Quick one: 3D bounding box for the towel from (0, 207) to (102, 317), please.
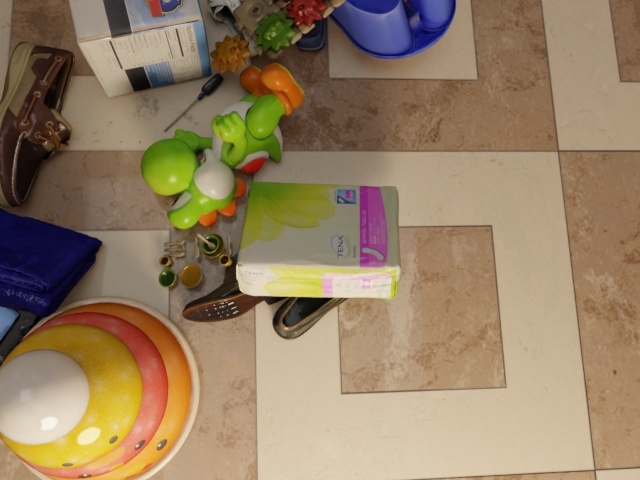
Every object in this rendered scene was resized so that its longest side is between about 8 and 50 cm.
[{"bbox_3d":[-0.583,0.012,1.120,0.308,0.076,0.227,18,34,-3],"label":"towel"}]

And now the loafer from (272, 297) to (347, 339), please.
[{"bbox_3d":[0.014,0.088,1.216,0.096,0.084,0.267,42,78,6],"label":"loafer"}]

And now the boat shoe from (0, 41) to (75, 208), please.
[{"bbox_3d":[-0.549,-0.225,1.213,0.123,0.123,0.341,5,72,-3],"label":"boat shoe"}]

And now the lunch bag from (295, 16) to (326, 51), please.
[{"bbox_3d":[-0.023,-0.459,1.337,0.067,0.065,0.098,3,79,11],"label":"lunch bag"}]

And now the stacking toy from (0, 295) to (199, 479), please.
[{"bbox_3d":[-0.381,0.238,0.946,0.351,0.480,0.350,1,78,-5],"label":"stacking toy"}]

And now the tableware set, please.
[{"bbox_3d":[-0.243,0.038,1.204,0.154,0.024,0.103,-8,73,14],"label":"tableware set"}]

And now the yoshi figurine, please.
[{"bbox_3d":[-0.210,-0.199,1.212,0.203,0.203,0.362,32,79,18],"label":"yoshi figurine"}]

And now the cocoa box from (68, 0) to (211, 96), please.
[{"bbox_3d":[-0.367,-0.504,1.227,0.228,0.231,0.347,-14,80,-8],"label":"cocoa box"}]

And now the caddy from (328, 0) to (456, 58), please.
[{"bbox_3d":[0.130,-0.538,1.307,0.241,0.179,0.341,-35,67,0],"label":"caddy"}]

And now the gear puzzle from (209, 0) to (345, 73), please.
[{"bbox_3d":[-0.090,-0.459,1.225,0.339,0.044,0.175,-39,67,5],"label":"gear puzzle"}]

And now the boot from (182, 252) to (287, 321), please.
[{"bbox_3d":[-0.167,0.086,1.220,0.219,0.082,0.106,-16,56,0],"label":"boot"}]

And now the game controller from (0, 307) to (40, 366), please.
[{"bbox_3d":[-0.646,0.183,1.144,0.167,0.067,0.319,32,78,2],"label":"game controller"}]

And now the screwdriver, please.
[{"bbox_3d":[-0.264,-0.284,1.303,0.025,0.024,0.170,42,83,-26],"label":"screwdriver"}]

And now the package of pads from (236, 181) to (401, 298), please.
[{"bbox_3d":[0.000,0.000,1.170,0.297,0.101,0.229,2,48,3],"label":"package of pads"}]

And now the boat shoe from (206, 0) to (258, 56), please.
[{"bbox_3d":[-0.196,-0.502,1.314,0.084,0.095,0.258,-38,83,-16],"label":"boat shoe"}]
